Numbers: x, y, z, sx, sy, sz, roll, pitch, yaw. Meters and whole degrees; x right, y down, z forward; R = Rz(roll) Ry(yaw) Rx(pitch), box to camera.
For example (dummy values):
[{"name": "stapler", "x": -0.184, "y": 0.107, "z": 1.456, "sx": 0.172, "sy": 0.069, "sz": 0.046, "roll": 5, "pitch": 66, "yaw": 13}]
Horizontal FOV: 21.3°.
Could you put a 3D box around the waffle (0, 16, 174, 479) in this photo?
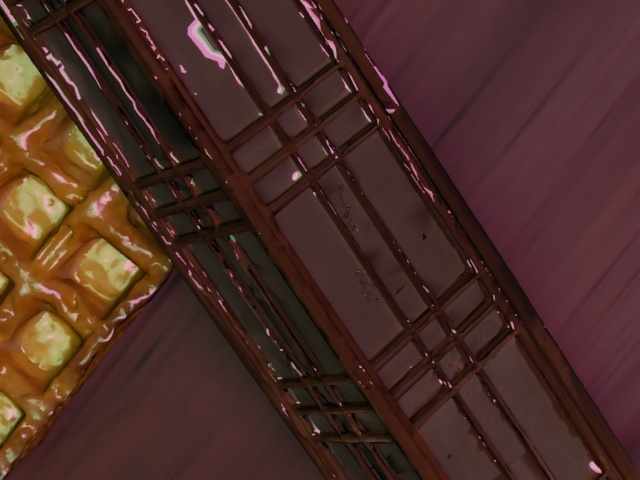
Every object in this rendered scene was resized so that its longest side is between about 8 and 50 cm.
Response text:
[{"name": "waffle", "x": -0.160, "y": -0.025, "z": 0.657, "sx": 0.211, "sy": 0.055, "sz": 0.160, "roll": 37, "pitch": 95, "yaw": -3}]

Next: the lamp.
[{"name": "lamp", "x": 0.000, "y": 0.000, "z": 0.596, "sx": 0.089, "sy": 0.090, "sz": 0.325, "roll": -41, "pitch": 104, "yaw": -27}]
